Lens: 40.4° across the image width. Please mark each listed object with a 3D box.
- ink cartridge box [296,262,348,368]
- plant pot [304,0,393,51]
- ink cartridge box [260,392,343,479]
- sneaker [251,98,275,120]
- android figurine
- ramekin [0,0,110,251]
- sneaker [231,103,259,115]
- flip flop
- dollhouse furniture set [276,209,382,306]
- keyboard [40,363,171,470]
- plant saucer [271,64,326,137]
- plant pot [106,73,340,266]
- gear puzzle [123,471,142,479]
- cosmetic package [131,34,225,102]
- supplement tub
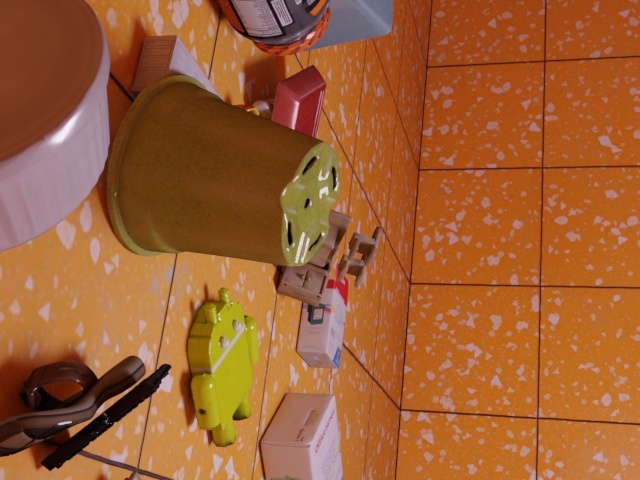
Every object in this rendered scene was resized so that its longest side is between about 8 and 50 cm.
[{"bbox_3d":[0.009,0.182,2.115,0.134,0.078,0.231,60,34,-61],"label":"ink cartridge box"},{"bbox_3d":[-0.010,-0.566,1.776,0.252,0.247,0.248,27,64,-57],"label":"plant pot"},{"bbox_3d":[-0.033,0.502,1.906,0.201,0.117,0.278,-56,143,-62],"label":"ink cartridge box"},{"bbox_3d":[-0.107,-0.267,1.761,0.134,0.051,0.070,64,33,-69],"label":"sneaker"},{"bbox_3d":[-0.171,0.220,1.548,0.248,0.056,0.273,-53,142,-63],"label":"android figurine"},{"bbox_3d":[-0.305,-0.105,0.739,0.127,0.272,0.273,90,11,-51],"label":"ramekin"},{"bbox_3d":[-0.149,-0.172,1.592,0.064,0.067,0.175,50,44,-68],"label":"sneaker"},{"bbox_3d":[-0.303,0.179,1.032,0.080,0.112,0.277,63,21,-1],"label":"flip flop"},{"bbox_3d":[0.000,0.000,1.860,0.242,0.212,0.161,115,-6,-49],"label":"dollhouse furniture set"},{"bbox_3d":[-0.261,0.218,1.052,0.023,0.180,0.108,51,14,0],"label":"keyboard"},{"bbox_3d":[-0.053,-0.222,1.831,0.258,0.047,0.259,-51,156,-65],"label":"plant saucer"},{"bbox_3d":[-0.120,-0.079,1.250,0.276,0.253,0.276,-48,146,-47],"label":"plant pot"},{"bbox_3d":[-0.302,0.485,1.136,0.339,0.044,0.175,-67,154,-46],"label":"gear puzzle"},{"bbox_3d":[-0.213,-0.217,1.380,0.239,0.060,0.099,55,42,-62],"label":"cosmetic package"},{"bbox_3d":[-0.101,-0.485,1.504,0.338,0.207,0.207,59,35,-61],"label":"supplement tub"}]
